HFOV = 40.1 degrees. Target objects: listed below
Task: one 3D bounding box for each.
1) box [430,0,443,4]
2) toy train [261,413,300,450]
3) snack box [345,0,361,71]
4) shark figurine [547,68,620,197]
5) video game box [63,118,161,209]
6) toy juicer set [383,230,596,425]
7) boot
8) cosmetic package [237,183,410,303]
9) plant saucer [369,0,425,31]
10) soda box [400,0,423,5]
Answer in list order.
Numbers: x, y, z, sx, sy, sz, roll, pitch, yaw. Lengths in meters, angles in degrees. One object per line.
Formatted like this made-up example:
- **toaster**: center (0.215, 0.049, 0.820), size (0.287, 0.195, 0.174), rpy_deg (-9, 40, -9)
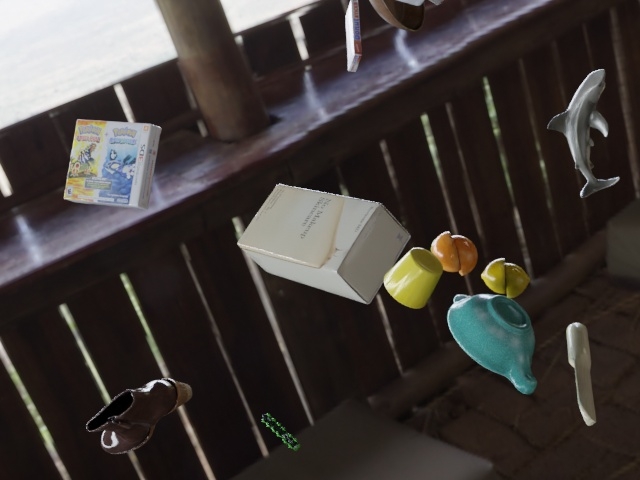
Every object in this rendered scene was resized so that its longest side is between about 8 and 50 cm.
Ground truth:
- **box**: center (0.214, -0.568, 1.693), size (0.130, 0.170, 0.091), rpy_deg (-39, -21, 25)
- **toy train**: center (-0.063, 0.304, 1.393), size (0.017, 0.024, 0.083), rpy_deg (-47, 53, -10)
- **snack box**: center (0.081, -0.508, 2.170), size (0.022, 0.064, 0.178), rpy_deg (5, 61, -12)
- **shark figurine**: center (0.567, -0.229, 1.960), size (0.116, 0.278, 0.166), rpy_deg (-1, -2, -18)
- **video game box**: center (-0.463, -0.171, 1.951), size (0.205, 0.187, 0.048), rpy_deg (6, -8, 22)
- **toy juicer set**: center (0.255, 0.116, 1.229), size (0.209, 0.329, 0.089), rpy_deg (-33, -21, -55)
- **boot**: center (-0.385, 0.343, 1.687), size (0.248, 0.090, 0.207), rpy_deg (-37, -19, 19)
- **cosmetic package**: center (0.000, 0.000, 1.669), size (0.309, 0.113, 0.160), rpy_deg (12, 64, 50)
- **plant saucer**: center (0.111, -0.437, 1.466), size (0.036, 0.199, 0.198), rpy_deg (-18, 20, 31)
- **soda box**: center (0.008, -0.287, 0.803), size (0.216, 0.074, 0.069), rpy_deg (12, -14, -12)
